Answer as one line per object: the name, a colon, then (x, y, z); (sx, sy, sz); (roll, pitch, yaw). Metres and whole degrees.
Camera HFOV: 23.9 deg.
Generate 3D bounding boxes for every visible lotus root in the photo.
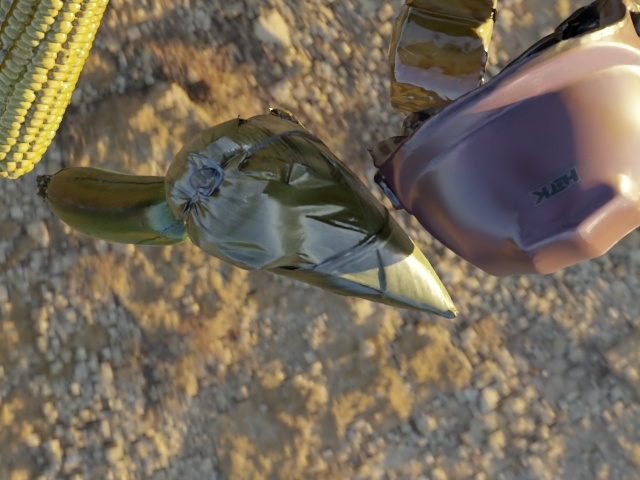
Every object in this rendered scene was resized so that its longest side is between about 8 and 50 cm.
lotus root: (0.167, -0.324, 1.641); (0.111, 0.375, 0.390); (15, 126, 8)

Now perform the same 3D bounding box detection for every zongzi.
zongzi: (0.000, 0.000, 1.358); (0.274, 0.251, 0.125); (42, 106, 6)

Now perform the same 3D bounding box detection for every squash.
squash: (-0.239, -0.042, 1.738); (0.087, 0.331, 0.087); (-9, 103, -40)

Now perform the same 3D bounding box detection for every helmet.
helmet: (0.197, -0.072, 1.322); (0.271, 0.338, 0.197); (-30, 96, 10)

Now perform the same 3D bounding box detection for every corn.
corn: (-0.183, -0.145, 0.987); (0.080, 0.080, 0.231); (15, 116, -23)
